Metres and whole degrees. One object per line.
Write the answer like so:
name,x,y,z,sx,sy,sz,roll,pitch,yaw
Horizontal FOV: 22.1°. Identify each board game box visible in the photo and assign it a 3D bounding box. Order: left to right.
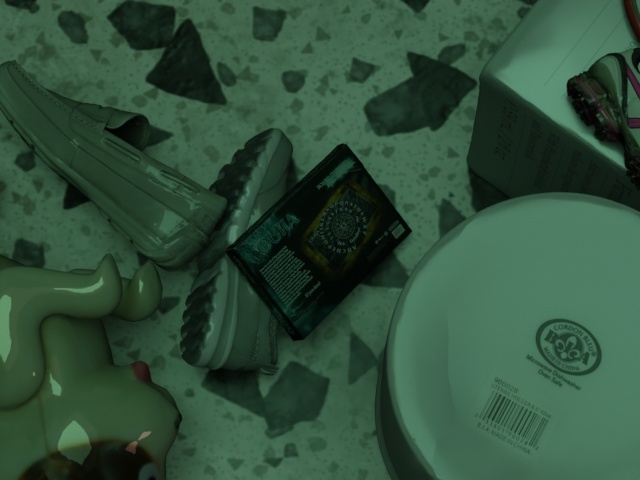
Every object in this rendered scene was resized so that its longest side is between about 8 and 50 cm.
board game box,0.000,0.000,1.747,0.186,0.026,0.126,-44,105,-27

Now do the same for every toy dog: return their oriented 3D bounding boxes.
toy dog,-0.326,0.148,1.655,0.408,0.284,0.395,39,82,8

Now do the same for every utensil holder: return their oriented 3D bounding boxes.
utensil holder,0.215,0.142,1.576,0.327,0.385,0.327,0,76,2

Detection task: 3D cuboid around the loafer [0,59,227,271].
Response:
loafer,-0.233,-0.098,1.781,0.319,0.112,0.111,41,86,16

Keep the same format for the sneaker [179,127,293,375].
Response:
sneaker,-0.071,0.016,1.781,0.115,0.105,0.281,22,73,-27

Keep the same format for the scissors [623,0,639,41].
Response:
scissors,0.357,-0.129,1.485,0.109,0.021,0.297,-13,78,-2

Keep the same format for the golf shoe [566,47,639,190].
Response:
golf shoe,0.303,-0.090,1.453,0.086,0.067,0.186,-33,78,-5

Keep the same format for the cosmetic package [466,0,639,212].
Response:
cosmetic package,0.404,-0.129,1.658,0.393,0.329,0.327,37,81,11
